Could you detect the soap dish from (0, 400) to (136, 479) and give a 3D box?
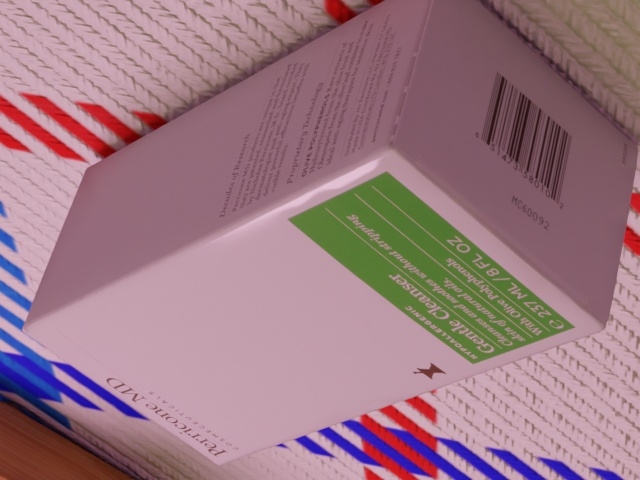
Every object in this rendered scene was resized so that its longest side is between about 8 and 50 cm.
[{"bbox_3d":[-0.250,0.275,1.691,0.291,0.118,0.229,34,141,-18],"label":"soap dish"}]

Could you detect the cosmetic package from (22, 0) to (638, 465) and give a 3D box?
[{"bbox_3d":[0.000,0.000,1.203,0.197,0.155,0.365,37,139,-26],"label":"cosmetic package"}]
